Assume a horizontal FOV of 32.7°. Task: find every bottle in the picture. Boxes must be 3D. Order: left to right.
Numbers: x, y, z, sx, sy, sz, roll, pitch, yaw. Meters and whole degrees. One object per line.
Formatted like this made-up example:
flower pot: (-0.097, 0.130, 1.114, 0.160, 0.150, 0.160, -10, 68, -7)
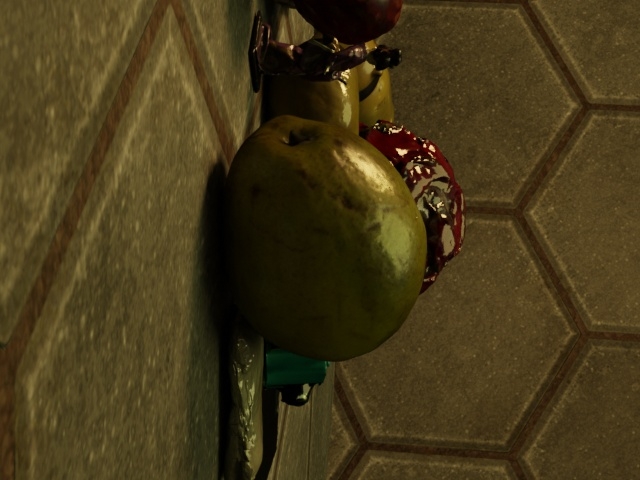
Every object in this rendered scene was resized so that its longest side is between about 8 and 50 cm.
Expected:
bottle: (0.048, -0.293, 2.056, 0.351, 0.172, 0.171, 69, 25, -74)

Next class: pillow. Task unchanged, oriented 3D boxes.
pillow: (-0.097, 0.193, 1.412, 0.148, 0.050, 0.229, -96, -172, -73)

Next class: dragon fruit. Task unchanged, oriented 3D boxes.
dragon fruit: (0.079, -0.043, 1.769, 0.329, 0.329, 0.329, 3, 90, -85)

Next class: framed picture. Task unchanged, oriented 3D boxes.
framed picture: (-0.092, 0.290, 1.722, 0.338, 0.014, 0.255, -68, 161, -73)

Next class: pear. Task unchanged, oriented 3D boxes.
pear: (0.000, 0.000, 1.302, 0.253, 0.253, 0.307, -78, 160, -58)

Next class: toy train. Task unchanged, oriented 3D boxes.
toy train: (-0.041, 0.124, 1.514, 0.154, 0.107, 0.197, 100, -14, -67)

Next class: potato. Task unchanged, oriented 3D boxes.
potato: (-0.010, -0.196, 1.614, 0.154, 0.137, 0.200, 73, 19, -78)

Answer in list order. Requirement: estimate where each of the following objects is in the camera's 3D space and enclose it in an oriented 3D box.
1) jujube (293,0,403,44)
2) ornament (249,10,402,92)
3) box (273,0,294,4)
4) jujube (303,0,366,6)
jujube: (0.027, -0.390, 1.561, 0.243, 0.183, 0.183, 44, 43, -48)
ornament: (0.006, -0.240, 1.469, 0.081, 0.203, 0.088, 100, -5, -59)
box: (-0.044, -0.417, 1.694, 0.198, 0.029, 0.109, -60, 153, -80)
jujube: (0.015, -0.408, 1.342, 0.213, 0.213, 0.232, -26, 120, -84)
